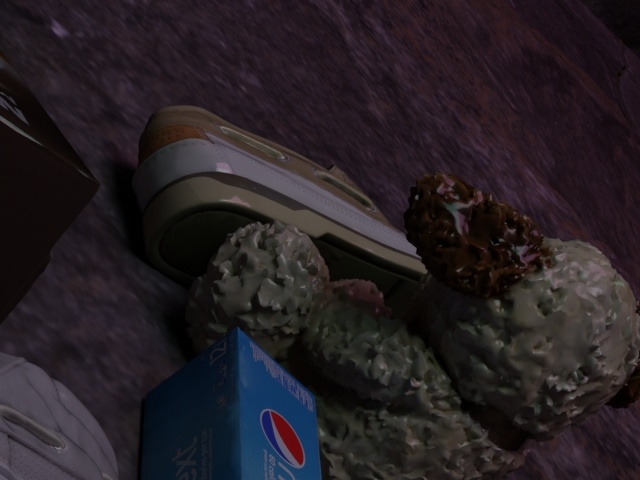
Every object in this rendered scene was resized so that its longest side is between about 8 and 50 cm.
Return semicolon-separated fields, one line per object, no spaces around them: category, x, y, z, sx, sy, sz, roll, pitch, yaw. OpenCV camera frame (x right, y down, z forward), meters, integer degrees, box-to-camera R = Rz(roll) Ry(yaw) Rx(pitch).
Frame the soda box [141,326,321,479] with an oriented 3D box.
soda box;-0.044;0.140;0.869;0.067;0.071;0.210;44;20;-26

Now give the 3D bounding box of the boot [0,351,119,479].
boot;-0.162;0.086;0.689;0.258;0.095;0.123;44;12;-43

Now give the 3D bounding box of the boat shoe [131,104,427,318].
boat shoe;0.000;0.000;1.159;0.302;0.113;0.103;32;33;-44

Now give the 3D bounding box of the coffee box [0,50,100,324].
coffee box;-0.196;-0.061;0.703;0.141;0.098;0.246;36;5;-32

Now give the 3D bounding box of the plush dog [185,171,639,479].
plush dog;0.082;0.079;1.035;0.262;0.225;0.211;34;26;-44
